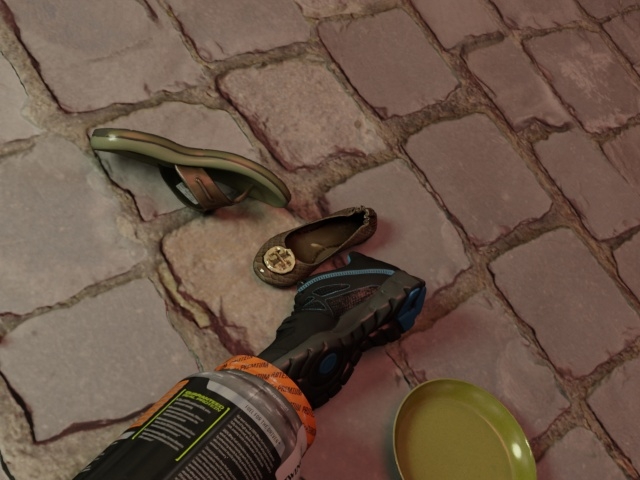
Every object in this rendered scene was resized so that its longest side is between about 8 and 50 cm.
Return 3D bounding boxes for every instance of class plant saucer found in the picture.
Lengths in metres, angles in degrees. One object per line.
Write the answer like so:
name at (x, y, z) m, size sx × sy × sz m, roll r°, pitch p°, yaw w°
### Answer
plant saucer at (0.202, 0.315, 1.429) m, size 0.240 × 0.037 × 0.241 m, roll 15°, pitch 52°, yaw -20°

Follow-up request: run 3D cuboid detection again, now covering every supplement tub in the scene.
supplement tub at (-0.153, 0.282, 1.141) m, size 0.193 × 0.193 × 0.316 m, roll 45°, pitch 49°, yaw 4°

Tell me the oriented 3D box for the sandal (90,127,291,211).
sandal at (-0.191, -0.090, 1.449) m, size 0.302 × 0.120 × 0.086 m, roll 14°, pitch 81°, yaw -19°

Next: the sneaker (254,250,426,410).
sneaker at (-0.003, 0.131, 1.408) m, size 0.139 × 0.125 × 0.340 m, roll 33°, pitch 45°, yaw 30°

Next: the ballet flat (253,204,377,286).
ballet flat at (0.000, 0.000, 1.514) m, size 0.249 × 0.058 × 0.084 m, roll -23°, pitch 72°, yaw -39°
